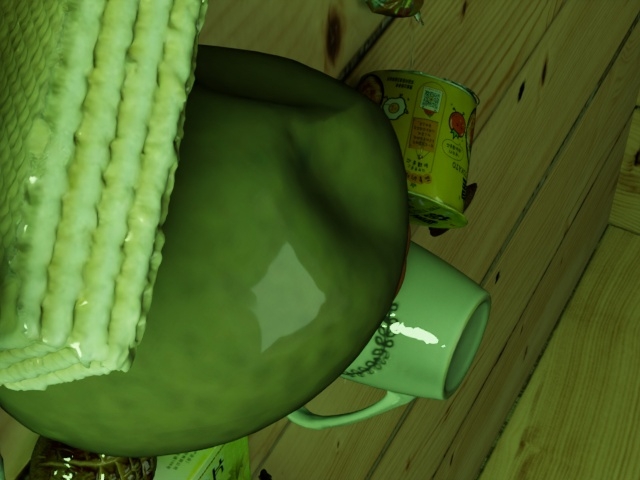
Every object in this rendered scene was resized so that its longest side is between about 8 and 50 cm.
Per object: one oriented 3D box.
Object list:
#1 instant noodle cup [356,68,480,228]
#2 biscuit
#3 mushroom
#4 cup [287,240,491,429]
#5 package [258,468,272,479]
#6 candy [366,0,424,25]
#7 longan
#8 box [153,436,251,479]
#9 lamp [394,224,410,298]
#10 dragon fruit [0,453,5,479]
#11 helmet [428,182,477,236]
[{"bbox_3d":[0.096,-0.107,1.342,0.182,0.182,0.144,35,68,-70],"label":"instant noodle cup"},{"bbox_3d":[-0.117,-0.136,0.622,0.079,0.144,0.425,20,69,-31],"label":"biscuit"},{"bbox_3d":[-0.192,0.194,1.010,0.109,0.085,0.126,81,32,-54],"label":"mushroom"},{"bbox_3d":[0.050,0.112,1.347,0.186,0.234,0.258,-15,127,-65],"label":"cup"},{"bbox_3d":[-0.069,0.383,1.395,0.269,0.071,0.194,115,-26,-61],"label":"package"},{"bbox_3d":[0.085,-0.271,1.304,0.182,0.046,0.053,-6,114,-66],"label":"candy"},{"bbox_3d":[-0.085,0.003,0.808,0.350,0.288,0.288,-35,143,-48],"label":"longan"},{"bbox_3d":[-0.164,0.299,1.229,0.260,0.062,0.175,-52,155,-37],"label":"box"},{"bbox_3d":[0.000,0.000,1.166,0.164,0.188,0.187,-51,155,-44],"label":"lamp"},{"bbox_3d":[-0.282,0.181,0.700,0.161,0.126,0.274,-42,147,-52],"label":"dragon fruit"},{"bbox_3d":[0.181,-0.063,1.762,0.089,0.057,0.111,-36,-163,48],"label":"helmet"}]
